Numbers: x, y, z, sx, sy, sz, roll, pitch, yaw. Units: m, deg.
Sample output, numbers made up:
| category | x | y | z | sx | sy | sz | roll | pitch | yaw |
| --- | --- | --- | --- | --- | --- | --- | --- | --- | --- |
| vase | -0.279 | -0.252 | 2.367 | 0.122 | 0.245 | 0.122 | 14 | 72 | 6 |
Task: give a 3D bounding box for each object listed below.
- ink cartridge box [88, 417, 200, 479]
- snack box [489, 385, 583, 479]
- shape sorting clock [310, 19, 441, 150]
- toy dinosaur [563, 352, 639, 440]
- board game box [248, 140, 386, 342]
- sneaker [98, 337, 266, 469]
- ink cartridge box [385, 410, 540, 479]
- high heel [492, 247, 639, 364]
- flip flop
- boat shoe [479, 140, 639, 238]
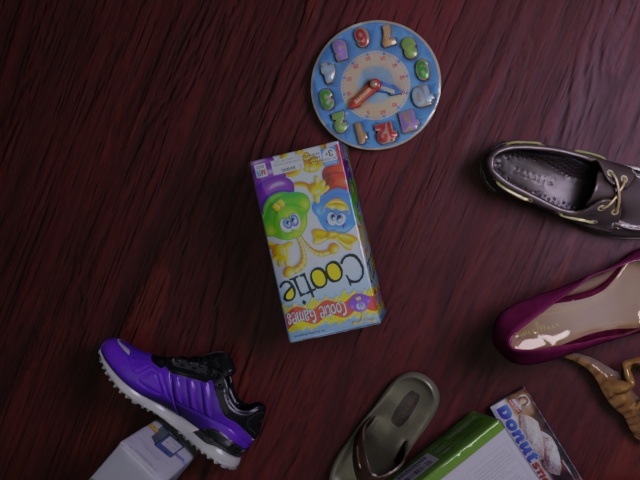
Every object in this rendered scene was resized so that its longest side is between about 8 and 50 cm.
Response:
| category | x | y | z | sx | sy | sz | roll | pitch | yaw |
| --- | --- | --- | --- | --- | --- | --- | --- | --- | --- |
| ink cartridge box | -0.289 | 0.373 | 1.429 | 0.093 | 0.212 | 0.154 | 42 | 98 | 8 |
| snack box | 0.339 | 0.320 | 1.433 | 0.064 | 0.022 | 0.178 | -32 | 88 | 9 |
| shape sorting clock | 0.086 | -0.244 | 1.438 | 0.206 | 0.040 | 0.206 | 0 | 92 | 8 |
| toy dinosaur | 0.449 | 0.217 | 1.393 | 0.112 | 0.064 | 0.211 | -41 | 86 | 9 |
| board game box | 0.000 | 0.000 | 1.408 | 0.142 | 0.144 | 0.275 | -13 | 91 | 8 |
| sneaker | -0.212 | 0.224 | 1.475 | 0.293 | 0.102 | 0.146 | 37 | 93 | 0 |
| ink cartridge box | 0.249 | 0.421 | 1.387 | 0.189 | 0.097 | 0.255 | -35 | 96 | -12 |
| high heel | 0.436 | 0.096 | 1.330 | 0.377 | 0.181 | 0.127 | -23 | 89 | 8 |
| flip flop | 0.097 | 0.333 | 1.438 | 0.112 | 0.080 | 0.277 | 32 | 96 | 6 |
| boat shoe | 0.400 | -0.076 | 1.371 | 0.324 | 0.097 | 0.116 | 18 | 94 | 7 |
